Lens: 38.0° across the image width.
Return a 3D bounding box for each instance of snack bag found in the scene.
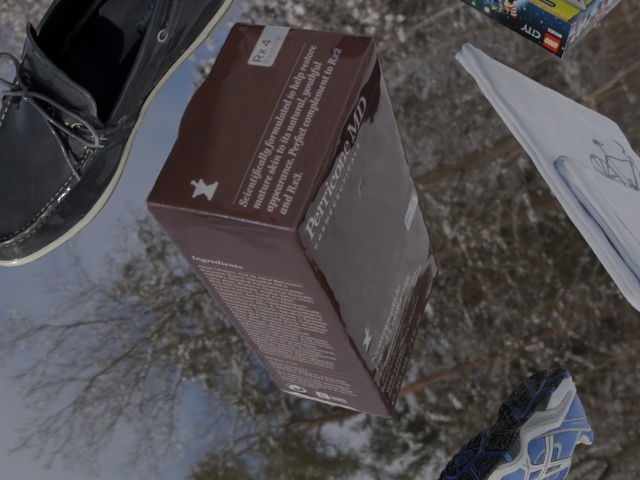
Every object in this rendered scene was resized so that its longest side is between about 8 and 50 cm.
[{"bbox_3d":[0.309,-0.044,0.915,0.323,0.037,0.342,12,-139,-44],"label":"snack bag"}]

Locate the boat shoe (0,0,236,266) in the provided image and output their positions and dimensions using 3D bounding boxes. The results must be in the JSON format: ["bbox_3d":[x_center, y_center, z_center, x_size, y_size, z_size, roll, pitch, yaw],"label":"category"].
[{"bbox_3d":[-0.278,-0.175,1.058,0.187,0.500,0.156,46,-162,15],"label":"boat shoe"}]

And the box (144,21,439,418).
[{"bbox_3d":[0.000,0.000,0.867,0.381,0.143,0.191,62,-136,-55],"label":"box"}]

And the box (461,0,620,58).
[{"bbox_3d":[0.179,-0.284,0.879,0.233,0.044,0.159,37,-117,21],"label":"box"}]

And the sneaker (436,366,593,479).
[{"bbox_3d":[0.181,0.207,0.851,0.211,0.080,0.081,-37,-82,-28],"label":"sneaker"}]
